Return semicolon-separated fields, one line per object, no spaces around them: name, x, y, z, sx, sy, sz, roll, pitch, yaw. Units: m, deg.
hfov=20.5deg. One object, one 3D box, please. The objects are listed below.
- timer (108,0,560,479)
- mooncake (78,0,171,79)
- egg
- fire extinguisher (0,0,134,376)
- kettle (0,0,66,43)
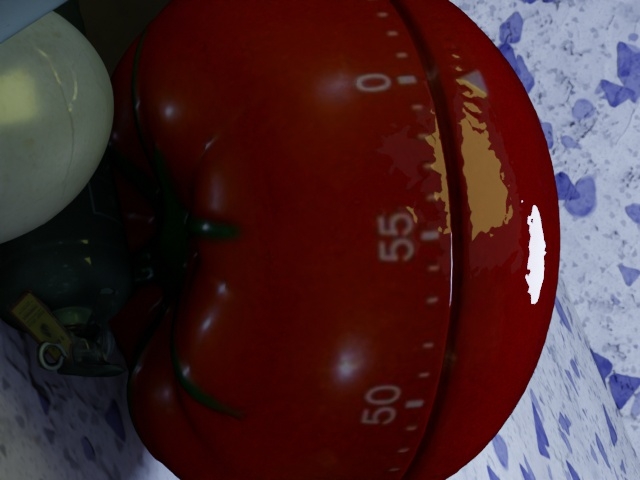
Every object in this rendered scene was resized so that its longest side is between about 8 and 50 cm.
timer;0.000;0.000;1.219;0.279;0.378;0.378;-1;61;-24
mooncake;-0.062;-0.215;1.538;0.394;0.246;0.393;41;37;-52
egg;-0.203;-0.073;1.038;0.209;0.151;0.151;-32;100;-57
fire extinguisher;-0.180;-0.039;1.168;0.095;0.114;0.311;5;61;-35
kettle;-0.248;-0.160;0.880;0.161;0.236;0.221;21;47;-51
